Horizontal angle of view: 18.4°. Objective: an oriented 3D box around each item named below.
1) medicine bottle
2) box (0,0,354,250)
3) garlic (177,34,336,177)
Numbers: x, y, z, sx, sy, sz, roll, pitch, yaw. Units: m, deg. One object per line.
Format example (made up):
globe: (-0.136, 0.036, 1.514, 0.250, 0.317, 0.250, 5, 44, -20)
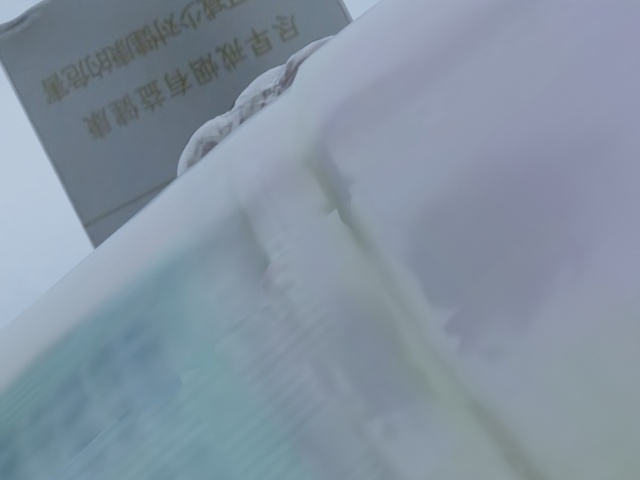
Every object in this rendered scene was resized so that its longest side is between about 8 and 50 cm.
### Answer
medicine bottle: (0.070, 0.048, 0.475, 0.406, 0.236, 0.236, -40, 67, 11)
box: (-0.030, -0.009, 1.186, 0.204, 0.051, 0.365, -27, 88, 3)
garlic: (0.000, 0.000, 0.819, 0.147, 0.102, 0.159, -12, 60, 33)
